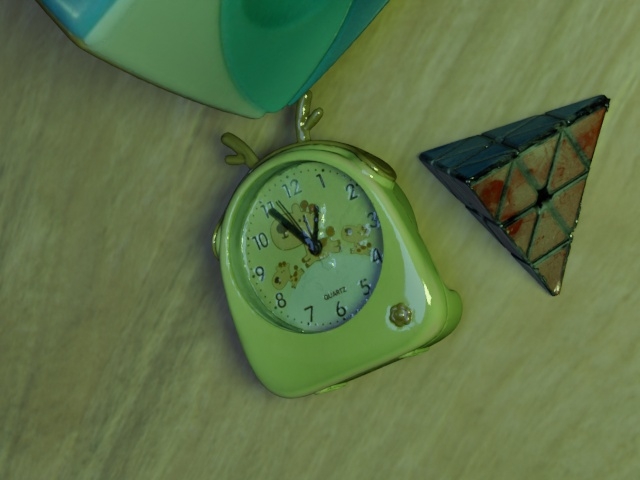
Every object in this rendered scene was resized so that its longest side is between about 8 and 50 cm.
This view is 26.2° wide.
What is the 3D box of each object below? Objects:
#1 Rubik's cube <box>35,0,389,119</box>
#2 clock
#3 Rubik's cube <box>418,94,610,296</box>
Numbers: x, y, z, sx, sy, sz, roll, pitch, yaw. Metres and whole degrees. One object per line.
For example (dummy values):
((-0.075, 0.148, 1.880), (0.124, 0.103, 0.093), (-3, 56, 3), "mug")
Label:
((-0.116, -0.367, 1.362), (0.351, 0.347, 0.352), (-49, 62, 16), "Rubik's cube")
((0.000, 0.000, 1.485), (0.235, 0.096, 0.308), (-25, 81, 26), "clock")
((0.152, -0.073, 1.393), (0.178, 0.190, 0.211), (19, 96, 41), "Rubik's cube")
